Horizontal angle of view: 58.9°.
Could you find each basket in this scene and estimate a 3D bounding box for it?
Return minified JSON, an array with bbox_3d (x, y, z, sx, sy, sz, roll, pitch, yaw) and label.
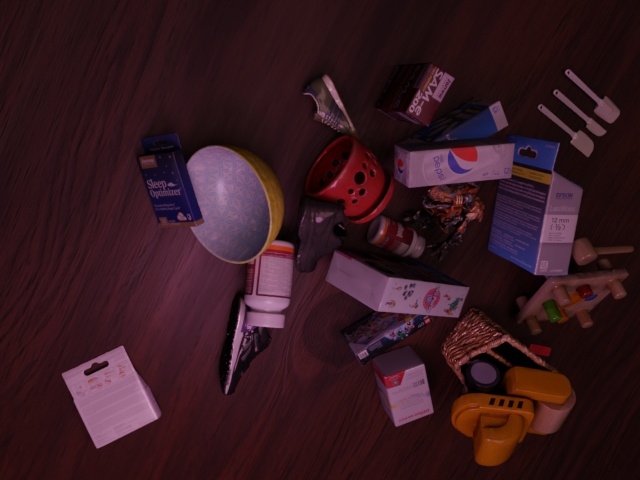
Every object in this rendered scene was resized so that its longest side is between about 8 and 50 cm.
[{"bbox_3d":[0.534,0.386,1.703,0.299,0.223,0.213,37,94,-21],"label":"basket"}]

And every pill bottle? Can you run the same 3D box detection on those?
[{"bbox_3d":[0.213,-0.007,1.583,0.152,0.086,0.086,22,99,-20],"label":"pill bottle"},{"bbox_3d":[-0.135,0.112,1.475,0.121,0.121,0.221,7,83,-16],"label":"pill bottle"}]

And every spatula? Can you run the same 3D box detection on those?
[{"bbox_3d":[0.755,-0.377,1.656,0.242,0.019,0.168,32,101,-19],"label":"spatula"}]

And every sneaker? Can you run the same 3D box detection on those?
[{"bbox_3d":[-0.197,0.298,1.558,0.124,0.107,0.283,10,102,-22],"label":"sneaker"},{"bbox_3d":[0.000,0.000,1.453,0.130,0.109,0.286,4,149,-4],"label":"sneaker"},{"bbox_3d":[0.022,-0.325,1.462,0.086,0.064,0.192,-28,109,2],"label":"sneaker"}]

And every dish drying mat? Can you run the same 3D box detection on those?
[{"bbox_3d":[0.715,0.358,1.854,0.083,0.008,0.032,13,101,-16],"label":"dish drying mat"}]

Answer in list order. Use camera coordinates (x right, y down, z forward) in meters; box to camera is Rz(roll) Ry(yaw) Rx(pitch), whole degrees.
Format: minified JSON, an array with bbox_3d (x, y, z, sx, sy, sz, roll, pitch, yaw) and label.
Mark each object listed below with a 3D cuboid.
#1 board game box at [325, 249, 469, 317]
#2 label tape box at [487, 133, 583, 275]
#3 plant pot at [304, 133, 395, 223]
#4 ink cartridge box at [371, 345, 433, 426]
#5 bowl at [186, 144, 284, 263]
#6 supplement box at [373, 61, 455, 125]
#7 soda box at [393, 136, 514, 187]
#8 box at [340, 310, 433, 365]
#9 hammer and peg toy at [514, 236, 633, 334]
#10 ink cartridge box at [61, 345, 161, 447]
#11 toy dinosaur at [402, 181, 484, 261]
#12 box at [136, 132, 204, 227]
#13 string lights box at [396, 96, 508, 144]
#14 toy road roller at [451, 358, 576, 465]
[{"bbox_3d":[0.203,0.113,1.495,0.303,0.224,0.098,10,102,-38],"label":"board game box"},{"bbox_3d":[0.592,-0.105,1.564,0.115,0.249,0.348,2,105,-14],"label":"label tape box"},{"bbox_3d":[0.080,-0.146,1.459,0.174,0.191,0.191,37,94,-26],"label":"plant pot"},{"bbox_3d":[0.243,0.432,1.691,0.128,0.127,0.176,-16,108,-10],"label":"ink cartridge box"},{"bbox_3d":[-0.188,-0.103,1.400,0.156,0.289,0.290,-28,118,-52],"label":"bowl"},{"bbox_3d":[0.225,-0.364,1.403,0.073,0.239,0.130,26,97,-19],"label":"supplement box"},{"bbox_3d":[0.331,-0.197,1.412,0.286,0.098,0.091,-6,111,-14],"label":"soda box"},{"bbox_3d":[0.183,0.244,1.606,0.233,0.159,0.044,-31,108,-4],"label":"box"},{"bbox_3d":[0.755,0.139,1.647,0.265,0.127,0.361,-4,145,-14],"label":"hammer and peg toy"},{"bbox_3d":[-0.564,0.418,1.536,0.181,0.056,0.225,-25,91,-6],"label":"ink cartridge box"},{"bbox_3d":[0.365,-0.070,1.532,0.321,0.164,0.218,23,121,-34],"label":"toy dinosaur"},{"bbox_3d":[-0.371,-0.141,1.380,0.036,0.136,0.225,-35,117,-50],"label":"box"},{"bbox_3d":[0.349,-0.281,1.515,0.259,0.133,0.077,-31,113,-4],"label":"string lights box"},{"bbox_3d":[0.531,0.497,1.575,0.329,0.241,0.203,6,133,6],"label":"toy road roller"}]
